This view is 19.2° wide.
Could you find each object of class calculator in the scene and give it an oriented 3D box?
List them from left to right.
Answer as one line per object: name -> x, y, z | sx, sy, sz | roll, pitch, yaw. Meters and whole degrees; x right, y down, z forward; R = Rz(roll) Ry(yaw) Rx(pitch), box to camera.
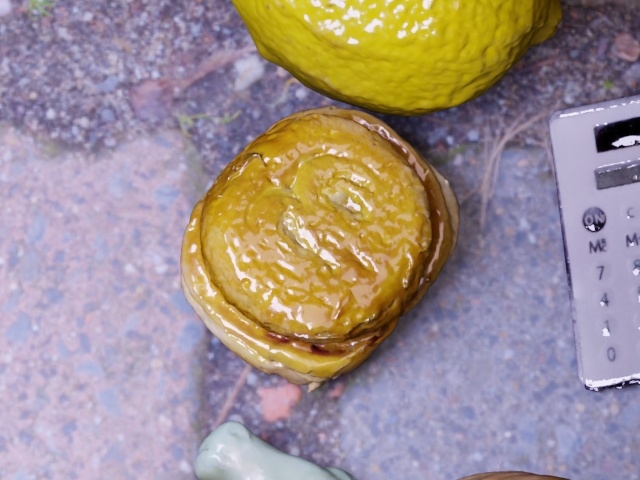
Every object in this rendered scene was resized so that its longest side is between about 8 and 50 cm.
calculator -> 0.286, -0.008, 1.630 | 0.161, 0.021, 0.262 | -12, 71, 18

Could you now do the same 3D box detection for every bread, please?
bread -> -0.002, -0.002, 1.579 | 0.198, 0.120, 0.236 | 39, 73, 10

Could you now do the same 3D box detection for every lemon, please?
lemon -> 0.051, -0.241, 1.591 | 0.322, 0.268, 0.268 | 15, 71, 4

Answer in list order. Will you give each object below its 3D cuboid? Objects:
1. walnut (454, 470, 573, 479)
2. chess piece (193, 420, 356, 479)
walnut -> 0.146, 0.333, 1.412 | 0.252, 0.277, 0.313 | 14, 74, 39
chess piece -> -0.093, 0.256, 1.486 | 0.298, 0.176, 0.176 | -29, 77, -27
